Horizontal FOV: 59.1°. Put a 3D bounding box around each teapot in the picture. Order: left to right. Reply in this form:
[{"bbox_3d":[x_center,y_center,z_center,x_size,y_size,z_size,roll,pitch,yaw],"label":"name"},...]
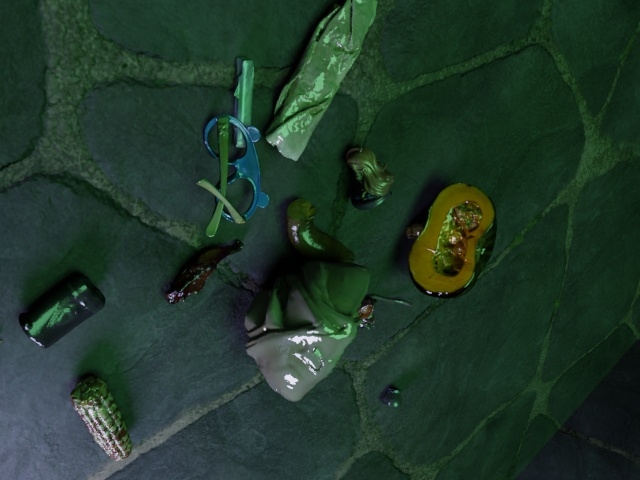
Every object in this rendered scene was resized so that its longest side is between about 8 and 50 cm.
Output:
[{"bbox_3d":[0.241,0.513,1.855,0.088,0.066,0.057,26,77,-65],"label":"teapot"}]

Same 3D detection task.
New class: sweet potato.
[{"bbox_3d":[0.005,0.002,1.383,0.285,0.085,0.112,37,82,-44],"label":"sweet potato"}]

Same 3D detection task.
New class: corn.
[{"bbox_3d":[-0.465,0.390,1.214,0.079,0.079,0.237,-27,131,-26],"label":"corn"}]

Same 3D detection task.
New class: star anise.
[{"bbox_3d":[0.165,0.165,1.595,0.219,0.148,0.227,52,44,-9],"label":"star anise"}]

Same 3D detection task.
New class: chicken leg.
[{"bbox_3d":[-0.255,0.064,1.233,0.205,0.053,0.093,-40,154,-7],"label":"chicken leg"}]

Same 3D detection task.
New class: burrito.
[{"bbox_3d":[0.001,-0.361,1.202,0.117,0.076,0.392,26,95,-43],"label":"burrito"}]

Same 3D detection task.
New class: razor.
[{"bbox_3d":[-0.490,0.134,1.073,0.148,0.054,0.090,-40,131,-15],"label":"razor"}]

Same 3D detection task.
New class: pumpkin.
[{"bbox_3d":[0.370,0.005,1.623,0.325,0.241,0.232,-65,162,1],"label":"pumpkin"}]

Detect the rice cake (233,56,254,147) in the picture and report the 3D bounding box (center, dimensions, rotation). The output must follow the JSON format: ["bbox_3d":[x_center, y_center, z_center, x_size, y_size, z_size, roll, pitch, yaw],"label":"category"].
[{"bbox_3d":[-0.160,-0.278,1.146,0.042,0.030,0.180,-7,116,-29],"label":"rice cake"}]

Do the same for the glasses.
[{"bbox_3d":[-0.204,-0.117,1.124,0.207,0.102,0.239,-44,138,-51],"label":"glasses"}]

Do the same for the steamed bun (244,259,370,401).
[{"bbox_3d":[-0.049,0.177,1.304,0.219,0.310,0.324,32,129,-9],"label":"steamed bun"}]

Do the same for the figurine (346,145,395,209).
[{"bbox_3d":[0.123,-0.160,1.379,0.126,0.113,0.157,-54,140,-55],"label":"figurine"}]

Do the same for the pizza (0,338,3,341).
[{"bbox_3d":[-0.683,0.205,0.968,0.262,0.034,0.181,27,93,-44],"label":"pizza"}]
